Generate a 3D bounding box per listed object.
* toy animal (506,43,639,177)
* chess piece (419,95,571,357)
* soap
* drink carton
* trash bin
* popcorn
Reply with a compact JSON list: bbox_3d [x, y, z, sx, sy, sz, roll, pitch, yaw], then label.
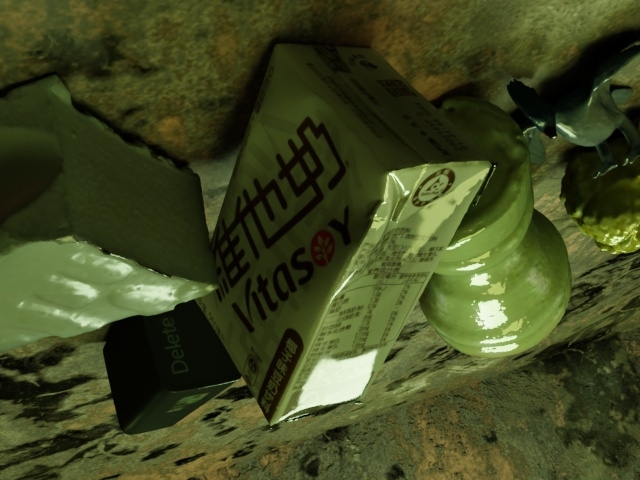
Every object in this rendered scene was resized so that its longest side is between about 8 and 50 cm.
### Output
[{"bbox_3d":[0.322,-0.164,0.950,0.239,0.176,0.255,-37,-173,40],"label":"toy animal"},{"bbox_3d":[0.206,-0.006,1.036,0.234,0.234,0.442,-25,152,9],"label":"chess piece"},{"bbox_3d":[-0.277,0.020,0.745,0.302,0.158,0.258,-27,159,17],"label":"soap"},{"bbox_3d":[0.000,0.001,0.762,0.132,0.194,0.324,-8,135,-38],"label":"drink carton"},{"bbox_3d":[-0.221,0.164,1.097,0.115,0.165,0.225,-5,155,-35],"label":"trash bin"},{"bbox_3d":[0.445,-0.082,1.125,0.174,0.168,0.195,39,112,-22],"label":"popcorn"}]
